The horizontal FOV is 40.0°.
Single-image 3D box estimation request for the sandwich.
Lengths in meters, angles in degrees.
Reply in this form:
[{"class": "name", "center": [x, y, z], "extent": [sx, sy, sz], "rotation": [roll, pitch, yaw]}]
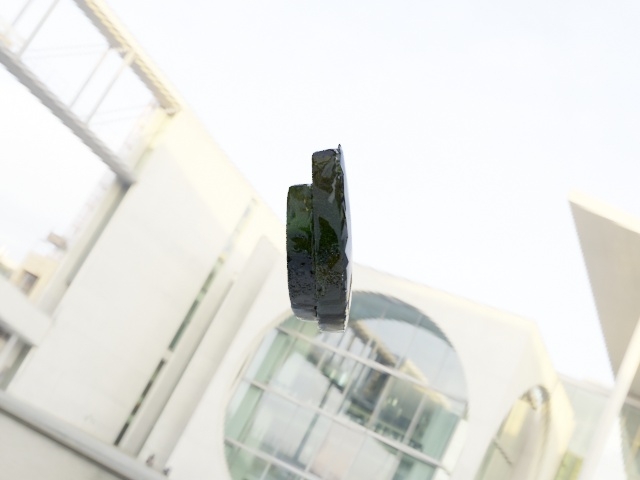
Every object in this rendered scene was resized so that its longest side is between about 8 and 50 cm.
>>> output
[{"class": "sandwich", "center": [0.000, 0.004, 0.376], "extent": [0.026, 0.069, 0.101], "rotation": [-2, -10, 1]}]
